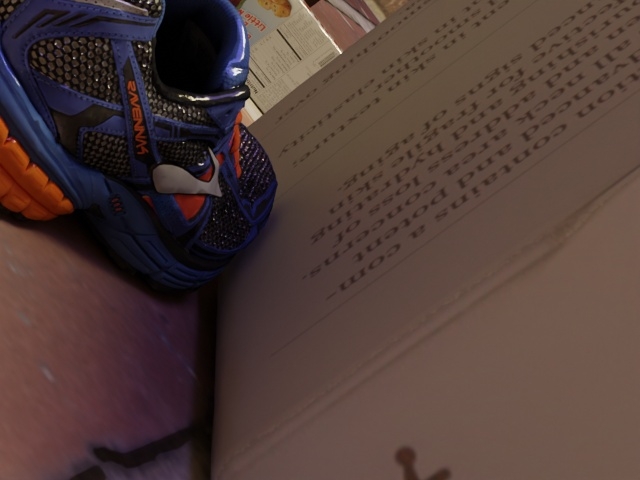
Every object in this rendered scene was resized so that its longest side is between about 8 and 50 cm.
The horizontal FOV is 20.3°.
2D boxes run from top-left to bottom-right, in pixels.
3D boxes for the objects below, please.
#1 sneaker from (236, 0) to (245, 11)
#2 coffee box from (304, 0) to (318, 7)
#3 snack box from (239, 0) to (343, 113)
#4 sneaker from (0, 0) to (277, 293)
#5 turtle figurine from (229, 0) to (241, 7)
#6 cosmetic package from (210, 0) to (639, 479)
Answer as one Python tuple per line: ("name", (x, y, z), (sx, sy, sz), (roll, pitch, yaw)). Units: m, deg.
("sneaker", (-0.058, -0.148, 1.002), (0.064, 0.086, 0.192), (54, 8, 1))
("coffee box", (-0.065, -0.347, 1.492), (0.297, 0.168, 0.119), (49, 10, -31))
("snack box", (-0.054, -0.155, 1.126), (0.178, 0.064, 0.022), (51, 10, -15))
("sneaker", (-0.054, -0.042, 0.597), (0.083, 0.087, 0.221), (56, 9, 15))
("turtle figurine", (-0.120, -0.141, 0.592), (0.217, 0.087, 0.269), (22, 7, -30))
("cosmetic package", (0.178, 0.039, 0.711), (0.327, 0.329, 0.393), (52, 9, -15))
